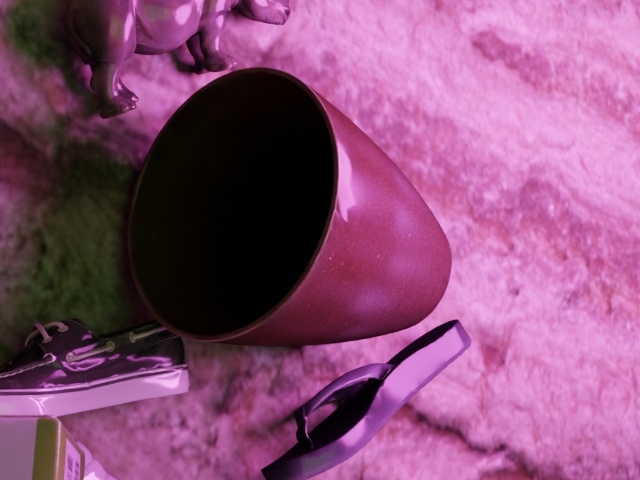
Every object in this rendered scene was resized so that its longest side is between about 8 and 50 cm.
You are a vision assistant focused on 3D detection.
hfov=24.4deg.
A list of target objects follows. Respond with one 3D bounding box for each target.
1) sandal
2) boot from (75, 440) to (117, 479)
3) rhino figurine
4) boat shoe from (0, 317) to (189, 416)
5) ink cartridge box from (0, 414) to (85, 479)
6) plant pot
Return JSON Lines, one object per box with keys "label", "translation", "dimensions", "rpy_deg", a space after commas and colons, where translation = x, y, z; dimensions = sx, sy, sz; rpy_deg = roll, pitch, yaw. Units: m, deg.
{"label": "sandal", "translation": [0.030, 0.133, 1.274], "dimensions": [0.254, 0.097, 0.054], "rpy_deg": [-37, 95, -42]}
{"label": "boot", "translation": [-0.235, 0.264, 1.079], "dimensions": [0.123, 0.095, 0.258], "rpy_deg": [50, 57, -7]}
{"label": "rhino figurine", "translation": [-0.105, -0.187, 1.211], "dimensions": [0.243, 0.073, 0.106], "rpy_deg": [-29, 106, -35]}
{"label": "boat shoe", "translation": [-0.197, 0.095, 1.121], "dimensions": [0.219, 0.077, 0.070], "rpy_deg": [-6, 90, -44]}
{"label": "ink cartridge box", "translation": [-0.298, 0.217, 0.999], "dimensions": [0.255, 0.097, 0.189], "rpy_deg": [1, 69, 2]}
{"label": "plant pot", "translation": [0.000, 0.000, 1.206], "dimensions": [0.230, 0.215, 0.215], "rpy_deg": [23, 72, -48]}
